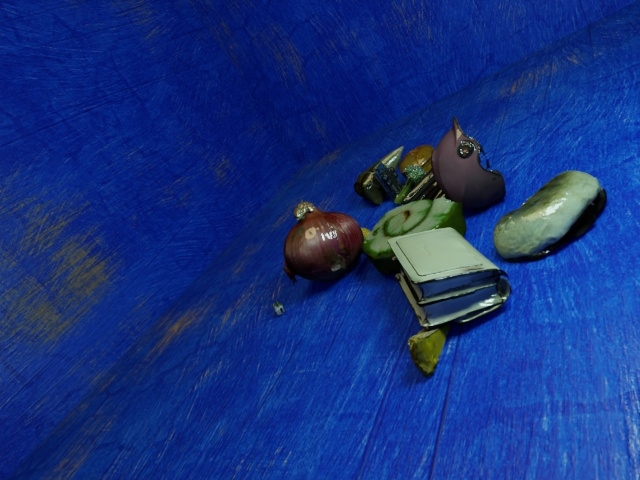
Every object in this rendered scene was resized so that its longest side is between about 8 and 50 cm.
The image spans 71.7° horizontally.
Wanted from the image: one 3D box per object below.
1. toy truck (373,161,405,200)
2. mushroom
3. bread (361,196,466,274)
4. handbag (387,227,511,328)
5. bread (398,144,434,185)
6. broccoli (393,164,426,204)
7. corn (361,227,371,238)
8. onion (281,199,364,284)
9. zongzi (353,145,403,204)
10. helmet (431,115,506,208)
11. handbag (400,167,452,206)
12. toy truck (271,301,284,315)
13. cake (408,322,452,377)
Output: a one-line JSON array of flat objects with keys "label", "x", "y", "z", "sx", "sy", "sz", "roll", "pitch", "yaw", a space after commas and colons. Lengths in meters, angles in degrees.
[{"label": "toy truck", "x": 0.329, "y": -0.280, "z": 2.128, "sx": 0.088, "sy": 0.201, "sz": 0.074, "roll": -13, "pitch": 32, "yaw": 54}, {"label": "mushroom", "x": 0.641, "y": -0.088, "z": 1.265, "sx": 0.344, "sy": 0.130, "sz": 0.247, "roll": -33, "pitch": 23, "yaw": 2}, {"label": "bread", "x": 0.335, "y": -0.031, "z": 1.598, "sx": 0.382, "sy": 0.129, "sz": 0.366, "roll": -28, "pitch": 20, "yaw": 17}, {"label": "handbag", "x": 0.347, "y": 0.088, "z": 1.257, "sx": 0.237, "sy": 0.160, "sz": 0.358, "roll": -17, "pitch": 18, "yaw": 3}, {"label": "bread", "x": 0.488, "y": -0.379, "z": 2.197, "sx": 0.196, "sy": 0.142, "sz": 0.269, "roll": -27, "pitch": 22, "yaw": 23}, {"label": "broccoli", "x": 0.409, "y": -0.251, "z": 2.050, "sx": 0.122, "sy": 0.118, "sz": 0.204, "roll": -17, "pitch": -38, "yaw": -59}, {"label": "corn", "x": 0.195, "y": -0.013, "z": 1.913, "sx": 0.072, "sy": 0.072, "sz": 0.203, "roll": -35, "pitch": 18, "yaw": -1}, {"label": "onion", "x": 0.002, "y": 0.033, "z": 1.800, "sx": 0.354, "sy": 0.353, "sz": 0.353, "roll": -30, "pitch": 19, "yaw": 12}, {"label": "zongzi", "x": 0.309, "y": -0.357, "z": 2.321, "sx": 0.317, "sy": 0.154, "sz": 0.289, "roll": -55, "pitch": 16, "yaw": 6}, {"label": "helmet", "x": 0.510, "y": -0.256, "z": 1.606, "sx": 0.197, "sy": 0.338, "sz": 0.271, "roll": -38, "pitch": -5, "yaw": 19}, {"label": "handbag", "x": 0.473, "y": -0.203, "z": 1.860, "sx": 0.257, "sy": 0.113, "sz": 0.285, "roll": -42, "pitch": 19, "yaw": -1}, {"label": "toy truck", "x": -0.176, "y": 0.284, "z": 1.861, "sx": 0.044, "sy": 0.039, "sz": 0.083, "roll": -24, "pitch": 15, "yaw": -12}, {"label": "cake", "x": 0.263, "y": 0.245, "z": 1.124, "sx": 0.080, "sy": 0.116, "sz": 0.185, "roll": -11, "pitch": 34, "yaw": 46}]
